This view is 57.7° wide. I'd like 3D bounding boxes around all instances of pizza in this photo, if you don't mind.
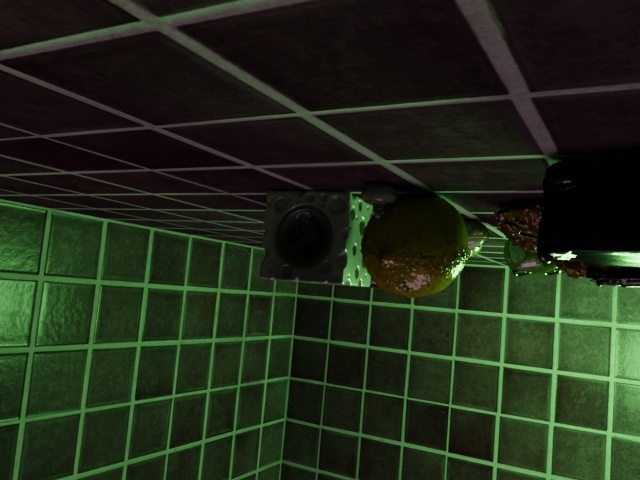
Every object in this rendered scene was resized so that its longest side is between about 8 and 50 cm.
[{"bbox_3d":[0.729,0.026,1.592,0.335,0.086,0.226,19,-142,30],"label":"pizza"}]

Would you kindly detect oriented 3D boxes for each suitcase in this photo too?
[{"bbox_3d":[0.576,-0.033,0.973,0.345,0.188,0.339,-3,170,45],"label":"suitcase"}]

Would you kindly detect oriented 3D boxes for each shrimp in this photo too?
[{"bbox_3d":[0.508,0.059,0.919,0.161,0.034,0.091,-1,177,36],"label":"shrimp"}]

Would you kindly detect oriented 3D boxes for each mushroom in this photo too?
[{"bbox_3d":[0.135,-0.091,1.349,0.085,0.079,0.085,2,176,0],"label":"mushroom"}]

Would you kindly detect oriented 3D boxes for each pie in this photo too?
[{"bbox_3d":[0.581,-0.022,1.458,0.308,0.085,0.308,22,172,3],"label":"pie"}]

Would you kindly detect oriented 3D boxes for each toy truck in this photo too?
[{"bbox_3d":[0.695,0.023,1.838,0.187,0.148,0.210,3,154,-4],"label":"toy truck"}]

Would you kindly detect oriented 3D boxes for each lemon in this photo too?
[{"bbox_3d":[0.237,0.008,1.435,0.258,0.258,0.310,2,-163,27],"label":"lemon"}]

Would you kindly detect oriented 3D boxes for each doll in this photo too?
[{"bbox_3d":[0.468,0.003,1.883,0.141,0.117,0.296,2,175,0],"label":"doll"}]

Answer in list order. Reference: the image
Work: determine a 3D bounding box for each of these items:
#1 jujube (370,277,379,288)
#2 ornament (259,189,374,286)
[{"bbox_3d":[0.187,0.036,1.836,0.308,0.246,0.215,-8,-145,15],"label":"jujube"},{"bbox_3d":[0.000,0.000,1.602,0.239,0.240,0.240,3,175,24],"label":"ornament"}]
